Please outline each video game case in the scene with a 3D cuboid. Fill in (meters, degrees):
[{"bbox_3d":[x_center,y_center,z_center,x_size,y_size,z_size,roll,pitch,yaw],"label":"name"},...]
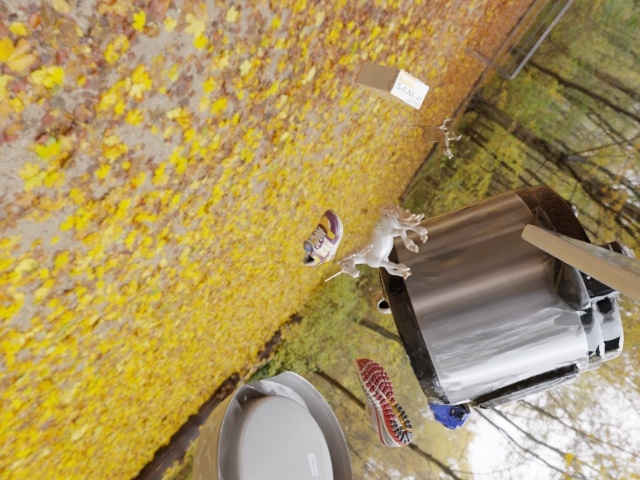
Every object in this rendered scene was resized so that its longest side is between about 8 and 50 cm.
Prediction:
[{"bbox_3d":[0.334,0.041,0.437,0.190,0.173,0.022,-116,-136,-68],"label":"video game case"}]

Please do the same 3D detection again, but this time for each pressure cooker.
[{"bbox_3d":[0.353,0.093,0.821,0.420,0.375,0.370,-20,-145,12],"label":"pressure cooker"}]

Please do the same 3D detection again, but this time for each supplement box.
[{"bbox_3d":[0.104,-0.233,0.640,0.062,0.098,0.036,14,108,-35],"label":"supplement box"}]

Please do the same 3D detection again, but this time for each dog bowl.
[{"bbox_3d":[-0.082,0.424,0.794,0.102,0.349,0.349,-31,-178,27],"label":"dog bowl"}]

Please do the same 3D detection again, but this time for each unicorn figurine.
[{"bbox_3d":[0.096,0.016,0.673,0.162,0.111,0.060,-66,160,11],"label":"unicorn figurine"}]

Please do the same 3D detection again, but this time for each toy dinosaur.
[{"bbox_3d":[0.298,-0.281,1.097,0.093,0.183,0.053,-25,136,-9],"label":"toy dinosaur"}]

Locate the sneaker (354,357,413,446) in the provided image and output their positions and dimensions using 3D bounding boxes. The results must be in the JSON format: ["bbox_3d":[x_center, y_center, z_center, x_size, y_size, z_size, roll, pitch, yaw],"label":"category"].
[{"bbox_3d":[0.136,0.405,1.066,0.088,0.225,0.093,-2,149,-44],"label":"sneaker"}]

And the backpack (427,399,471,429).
[{"bbox_3d":[0.394,0.523,1.341,0.101,0.120,0.098,-59,175,5],"label":"backpack"}]

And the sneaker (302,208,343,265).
[{"bbox_3d":[0.000,0.000,1.094,0.084,0.069,0.185,-18,142,-26],"label":"sneaker"}]

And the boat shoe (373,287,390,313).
[{"bbox_3d":[0.299,0.145,1.235,0.302,0.113,0.103,-25,178,12],"label":"boat shoe"}]
